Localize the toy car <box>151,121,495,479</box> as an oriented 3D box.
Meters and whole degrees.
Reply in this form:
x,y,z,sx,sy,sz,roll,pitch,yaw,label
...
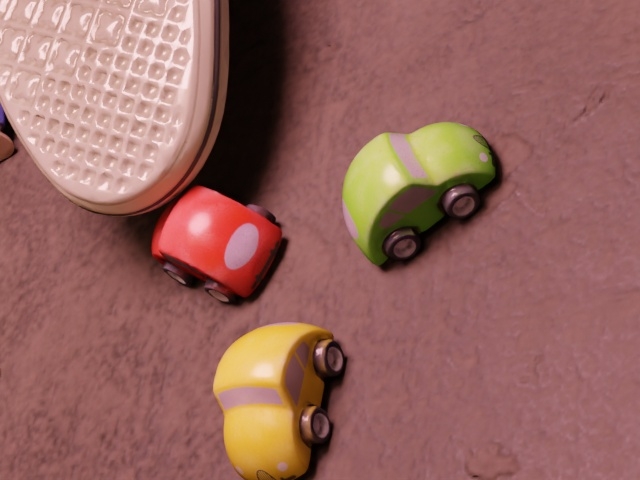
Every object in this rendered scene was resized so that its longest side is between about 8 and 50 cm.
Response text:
x,y,z,sx,sy,sz,roll,pitch,yaw,label
0.000,0.000,1.114,0.225,0.053,0.239,-38,45,13,toy car

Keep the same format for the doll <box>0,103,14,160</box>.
x,y,z,sx,sy,sz,roll,pitch,yaw,label
-0.276,-0.131,1.436,0.129,0.046,0.189,-28,48,20,doll

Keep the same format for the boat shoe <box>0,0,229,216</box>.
x,y,z,sx,sy,sz,roll,pitch,yaw,label
-0.141,-0.222,1.313,0.187,0.156,0.500,-29,54,18,boat shoe
